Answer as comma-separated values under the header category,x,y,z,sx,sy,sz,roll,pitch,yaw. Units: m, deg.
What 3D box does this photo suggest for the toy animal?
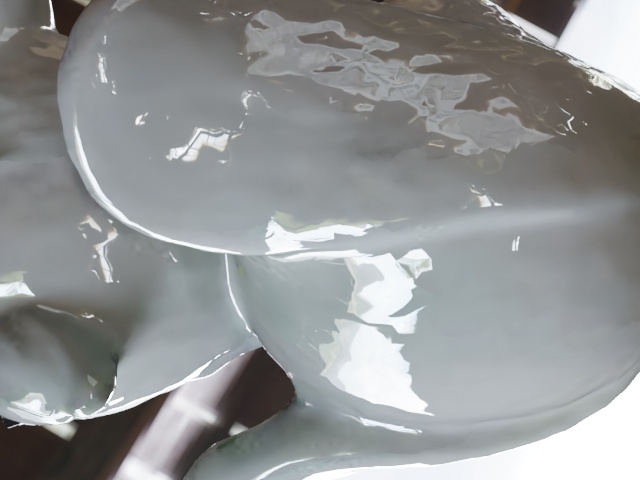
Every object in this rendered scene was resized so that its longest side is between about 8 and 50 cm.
category,x,y,z,sx,sy,sz,roll,pitch,yaw
toy animal,-0.017,-0.007,0.651,0.289,0.249,0.174,-24,-140,25
